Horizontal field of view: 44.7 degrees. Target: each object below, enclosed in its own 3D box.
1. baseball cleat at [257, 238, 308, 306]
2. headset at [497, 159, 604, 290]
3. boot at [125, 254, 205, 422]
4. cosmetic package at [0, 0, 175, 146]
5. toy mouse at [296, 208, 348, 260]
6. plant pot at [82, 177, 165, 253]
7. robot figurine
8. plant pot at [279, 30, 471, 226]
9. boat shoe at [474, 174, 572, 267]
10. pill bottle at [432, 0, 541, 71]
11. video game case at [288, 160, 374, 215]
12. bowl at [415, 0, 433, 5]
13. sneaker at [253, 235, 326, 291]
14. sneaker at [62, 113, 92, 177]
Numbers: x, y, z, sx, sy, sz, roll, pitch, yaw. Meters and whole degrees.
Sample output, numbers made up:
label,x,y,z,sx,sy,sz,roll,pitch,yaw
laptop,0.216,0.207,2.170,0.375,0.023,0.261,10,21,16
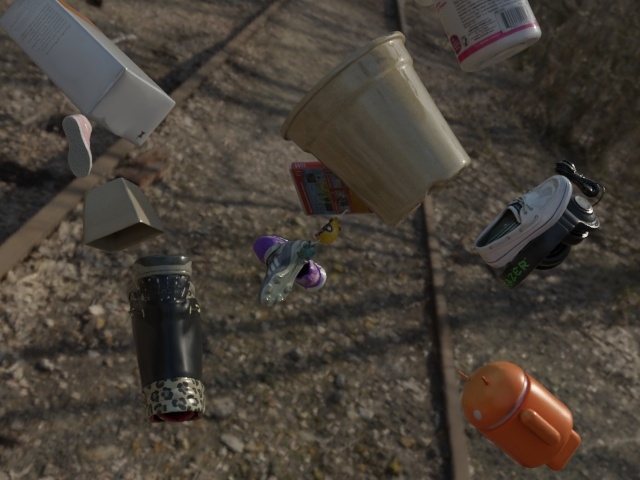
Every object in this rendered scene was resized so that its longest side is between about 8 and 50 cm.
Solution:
label,x,y,z,sx,sy,sz,roll,pitch,yaw
baseball cleat,-0.102,0.076,1.799,0.109,0.072,0.206,2,40,39
headset,0.548,-0.045,1.875,0.185,0.243,0.394,45,59,12
boot,-0.183,0.128,0.922,0.085,0.236,0.178,-4,73,-13
cosmetic package,-0.614,-0.465,2.040,0.453,0.161,0.230,44,6,25
toy mouse,0.000,0.000,1.549,0.031,0.143,0.161,47,51,-4
plant pot,-0.353,-0.047,1.359,0.109,0.109,0.096,38,31,-75
robot figurine,0.323,0.287,1.286,0.219,0.128,0.158,40,31,-11
plant pot,0.138,-0.210,1.638,0.305,0.334,0.334,51,27,4
boat shoe,0.394,-0.045,1.510,0.076,0.226,0.083,37,5,-38
pill bottle,0.290,-0.479,1.471,0.160,0.160,0.283,-21,88,-60
video game case,0.082,-0.128,1.900,0.285,0.204,0.025,-1,58,11
bowl,0.195,-0.678,1.722,0.134,0.297,0.298,2,32,-17
sneaker,-0.094,0.054,2.197,0.236,0.095,0.104,32,-3,19
sneaker,-0.509,-0.206,1.659,0.051,0.134,0.070,-4,20,6
